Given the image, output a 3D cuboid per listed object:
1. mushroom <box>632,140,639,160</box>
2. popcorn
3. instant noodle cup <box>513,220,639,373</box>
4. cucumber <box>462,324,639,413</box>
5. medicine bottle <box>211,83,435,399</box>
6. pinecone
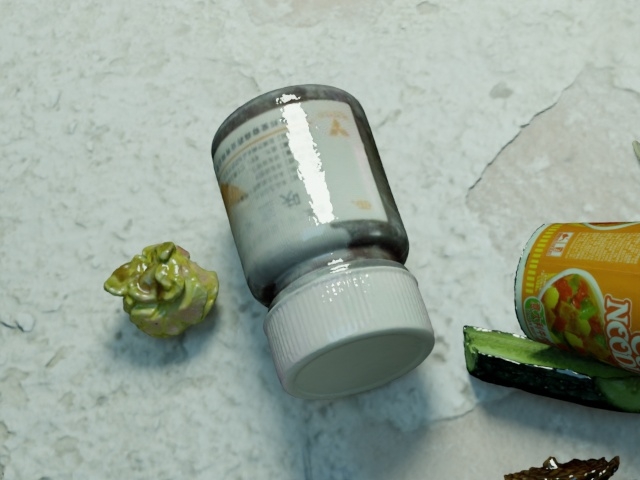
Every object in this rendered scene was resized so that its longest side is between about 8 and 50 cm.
[{"bbox_3d":[0.388,0.011,1.345,0.068,0.043,0.306,-16,61,-12],"label":"mushroom"},{"bbox_3d":[-0.158,0.051,1.463,0.109,0.089,0.097,20,86,20],"label":"popcorn"},{"bbox_3d":[0.281,0.047,1.285,0.185,0.168,0.168,8,69,38],"label":"instant noodle cup"},{"bbox_3d":[0.223,0.123,1.330,0.220,0.070,0.046,10,101,22],"label":"cucumber"},{"bbox_3d":[0.000,0.000,1.389,0.165,0.165,0.273,-20,63,7],"label":"medicine bottle"},{"bbox_3d":[0.215,0.246,1.241,0.140,0.140,0.121,-10,94,12],"label":"pinecone"}]
